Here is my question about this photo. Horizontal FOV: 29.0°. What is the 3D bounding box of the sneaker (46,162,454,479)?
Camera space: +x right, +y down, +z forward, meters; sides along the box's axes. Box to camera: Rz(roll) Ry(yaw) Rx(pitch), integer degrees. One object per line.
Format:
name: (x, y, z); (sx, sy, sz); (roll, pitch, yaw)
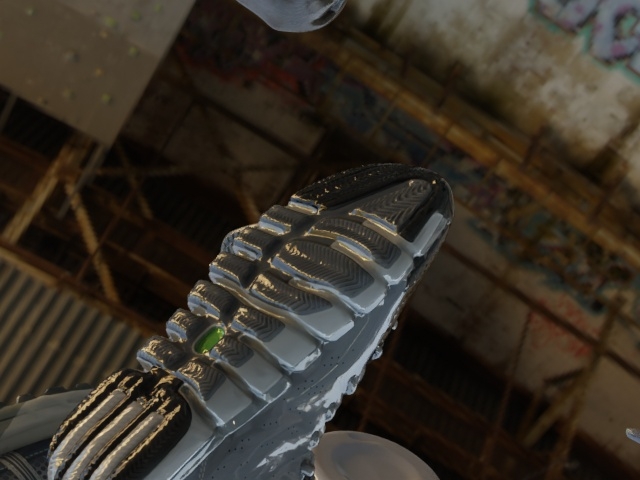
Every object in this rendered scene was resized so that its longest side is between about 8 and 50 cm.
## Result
sneaker: (-0.012, 0.073, 0.586); (0.228, 0.132, 0.086); (-41, -141, -17)

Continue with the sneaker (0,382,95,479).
sneaker: (-0.170, 0.154, 0.615); (0.283, 0.110, 0.122); (-4, -121, -42)

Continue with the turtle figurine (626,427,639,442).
turtle figurine: (0.285, 0.094, 0.508); (0.266, 0.198, 0.275); (19, -163, 6)

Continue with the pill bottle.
pill bottle: (0.014, 0.345, 1.260); (0.152, 0.272, 0.152); (17, -160, -6)

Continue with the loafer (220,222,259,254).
loafer: (0.000, 0.000, 1.435); (0.087, 0.251, 0.094); (-6, -91, -55)

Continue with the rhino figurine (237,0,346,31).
rhino figurine: (-0.060, -0.228, 0.803); (0.243, 0.106, 0.073); (41, 180, 14)
